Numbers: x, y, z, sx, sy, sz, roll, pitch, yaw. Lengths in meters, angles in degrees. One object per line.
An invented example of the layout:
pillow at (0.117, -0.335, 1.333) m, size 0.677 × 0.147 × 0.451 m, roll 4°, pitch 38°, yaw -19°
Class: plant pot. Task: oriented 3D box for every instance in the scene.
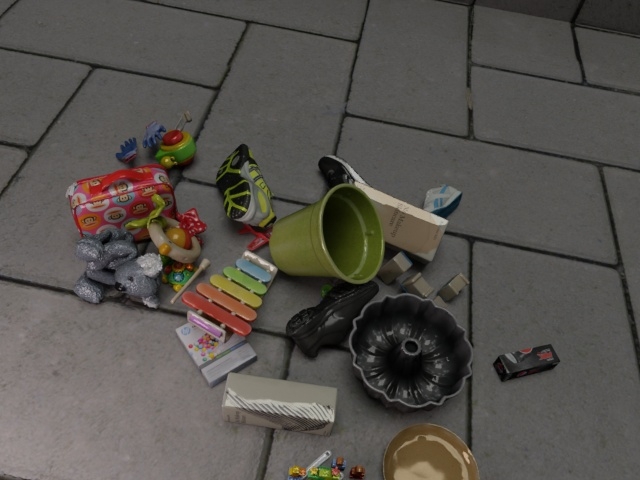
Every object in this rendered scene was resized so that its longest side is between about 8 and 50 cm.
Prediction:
plant pot at (0.265, 0.565, 1.376) m, size 0.236 × 0.032 × 0.236 m, roll 4°, pitch 52°, yaw -5°
plant pot at (0.000, 0.000, 1.618) m, size 0.254 × 0.276 × 0.276 m, roll -12°, pitch 38°, yaw 41°

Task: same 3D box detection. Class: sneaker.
sneaker at (-0.239, -0.171, 1.847) m, size 0.147 × 0.145 × 0.385 m, roll 33°, pitch 28°, yaw -34°
sneaker at (0.046, 0.211, 1.563) m, size 0.286 × 0.130 × 0.109 m, roll -32°, pitch 18°, yaw -10°
sneaker at (0.071, -0.175, 1.891) m, size 0.124 × 0.107 × 0.283 m, roll -36°, pitch 64°, yaw -23°
sneaker at (0.378, -0.113, 1.897) m, size 0.092 × 0.087 × 0.228 m, roll 34°, pitch 48°, yaw 27°

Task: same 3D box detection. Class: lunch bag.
lunch bag at (-0.572, -0.106, 1.654) m, size 0.293 × 0.258 × 0.120 m, roll -16°, pitch 56°, yaw -19°

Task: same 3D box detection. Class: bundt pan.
bundt pan at (0.229, 0.309, 1.514) m, size 0.330 × 0.124 × 0.331 m, roll 3°, pitch 53°, yaw -5°

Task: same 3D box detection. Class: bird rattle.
bird rattle at (-0.420, -0.011, 1.621) m, size 0.143 × 0.253 × 0.207 m, roll -39°, pitch 56°, yaw 10°

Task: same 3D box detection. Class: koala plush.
koala plush at (-0.527, 0.081, 1.564) m, size 0.221 × 0.196 × 0.203 m, roll 24°, pitch 33°, yaw 16°

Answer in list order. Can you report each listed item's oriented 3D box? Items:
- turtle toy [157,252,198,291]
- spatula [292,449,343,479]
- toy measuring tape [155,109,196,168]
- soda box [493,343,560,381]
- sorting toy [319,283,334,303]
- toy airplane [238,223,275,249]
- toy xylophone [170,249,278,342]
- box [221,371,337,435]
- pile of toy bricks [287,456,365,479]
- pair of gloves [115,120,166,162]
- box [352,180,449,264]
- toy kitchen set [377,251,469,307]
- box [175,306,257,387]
turtle toy at (-0.421, 0.081, 1.648) m, size 0.130 × 0.066 × 0.095 m, roll 31°, pitch 55°, yaw 16°
spatula at (-0.026, 0.615, 1.313) m, size 0.242 × 0.019 × 0.168 m, roll -29°, pitch 60°, yaw -30°
toy measuring tape at (-0.469, -0.356, 1.959) m, size 0.121 × 0.121 × 0.330 m, roll 10°, pitch 44°, yaw 1°
soda box at (0.573, 0.339, 1.578) m, size 0.168 × 0.053 × 0.060 m, roll -9°, pitch 54°, yaw -14°
sorting toy at (0.034, 0.174, 1.638) m, size 0.042 × 0.061 × 0.102 m, roll -9°, pitch 87°, yaw -52°
toy airplane at (-0.196, -0.019, 1.778) m, size 0.151 × 0.028 × 0.151 m, roll 6°, pitch 46°, yaw -6°
toy xylophone at (-0.267, 0.145, 1.565) m, size 0.236 × 0.081 × 0.323 m, roll 24°, pitch 39°, yaw 1°
box at (-0.100, 0.407, 1.406) m, size 0.275 × 0.113 × 0.094 m, roll 7°, pitch 53°, yaw 0°
pile of toy bricks at (0.016, 0.546, 1.296) m, size 0.212 × 0.105 × 0.118 m, roll 9°, pitch 49°, yaw -3°
pair of gloves at (-0.608, -0.331, 1.919) m, size 0.198 × 0.023 × 0.159 m, roll -36°, pitch 37°, yaw 1°
box at (0.220, -0.052, 1.751) m, size 0.311 × 0.121 × 0.148 m, roll 22°, pitch 84°, yaw 5°
toy kitchen set at (0.309, 0.110, 1.709) m, size 0.166 × 0.122 × 0.207 m, roll -37°, pitch 85°, yaw -30°
box at (-0.280, 0.282, 1.527) m, size 0.145 × 0.038 × 0.186 m, roll -27°, pitch 59°, yaw -26°
